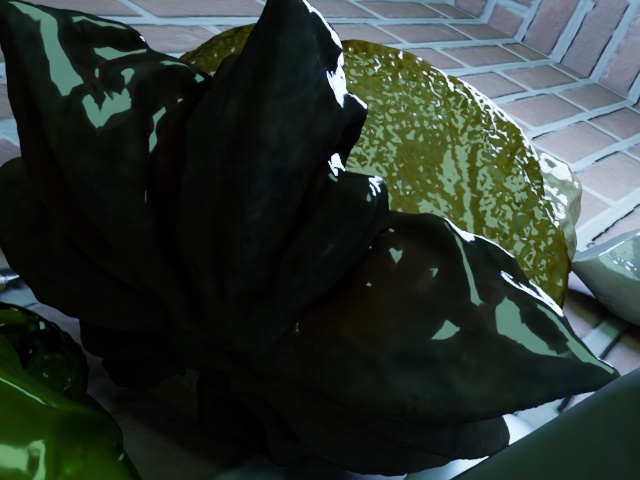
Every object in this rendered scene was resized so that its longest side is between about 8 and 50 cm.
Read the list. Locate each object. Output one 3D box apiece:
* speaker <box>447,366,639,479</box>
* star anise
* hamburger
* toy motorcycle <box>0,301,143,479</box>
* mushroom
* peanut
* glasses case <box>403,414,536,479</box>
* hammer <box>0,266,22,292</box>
[{"bbox_3d":[0.167,0.158,0.474,0.406,0.184,0.183,10,44,-58],"label":"speaker"},{"bbox_3d":[-0.022,0.011,0.482,0.315,0.315,0.108,26,50,3],"label":"star anise"},{"bbox_3d":[0.000,0.000,0.723,0.314,0.170,0.290,8,54,-20],"label":"hamburger"},{"bbox_3d":[-0.144,0.110,0.443,0.206,0.142,0.342,7,27,-38],"label":"toy motorcycle"},{"bbox_3d":[0.370,0.069,1.156,0.116,0.093,0.225,-26,61,-39],"label":"mushroom"},{"bbox_3d":[0.226,-0.028,1.164,0.123,0.124,0.257,25,20,1],"label":"peanut"},{"bbox_3d":[0.107,0.159,0.720,0.067,0.045,0.178,33,24,19],"label":"glasses case"},{"bbox_3d":[-0.221,0.026,0.708,0.078,0.021,0.201,31,22,16],"label":"hammer"}]
